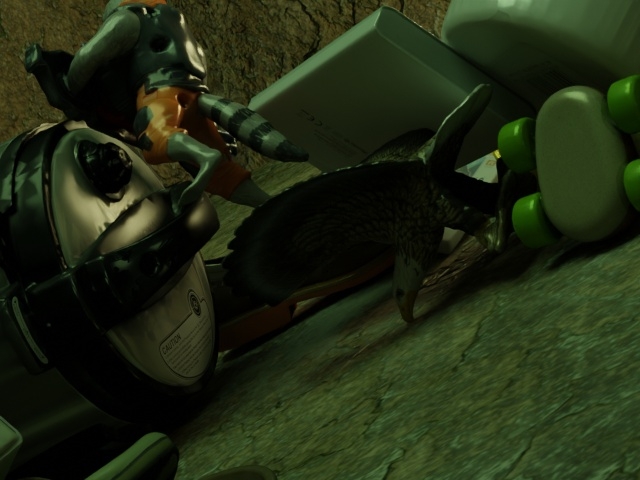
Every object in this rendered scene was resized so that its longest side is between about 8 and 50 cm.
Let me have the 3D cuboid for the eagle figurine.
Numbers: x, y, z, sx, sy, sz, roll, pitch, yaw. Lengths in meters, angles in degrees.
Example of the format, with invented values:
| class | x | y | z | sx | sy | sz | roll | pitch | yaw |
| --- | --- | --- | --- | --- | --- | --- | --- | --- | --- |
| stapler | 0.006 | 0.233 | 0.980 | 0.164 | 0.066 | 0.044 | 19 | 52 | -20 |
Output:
| class | x | y | z | sx | sy | sz | roll | pitch | yaw |
| --- | --- | --- | --- | --- | --- | --- | --- | --- | --- |
| eagle figurine | 0.067 | -0.027 | 1.681 | 0.298 | 0.226 | 0.225 | 4 | 60 | 26 |

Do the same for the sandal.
| class | x | y | z | sx | sy | sz | roll | pitch | yaw |
| --- | --- | --- | --- | --- | --- | --- | --- | --- | --- |
| sandal | -0.248 | 0.251 | 1.433 | 0.303 | 0.086 | 0.120 | -31 | -27 | -45 |

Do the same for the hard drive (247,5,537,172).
| class | x | y | z | sx | sy | sz | roll | pitch | yaw |
| --- | --- | --- | --- | --- | --- | --- | --- | --- | --- |
| hard drive | 0.068 | -0.137 | 1.794 | 0.307 | 0.203 | 0.040 | -27 | 36 | 59 |

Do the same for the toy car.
| class | x | y | z | sx | sy | sz | roll | pitch | yaw |
| --- | --- | --- | --- | --- | --- | --- | --- | --- | --- |
| toy car | 0.292 | -0.068 | 1.582 | 0.155 | 0.149 | 0.188 | -19 | -15 | 40 |

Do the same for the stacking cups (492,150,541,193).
| class | x | y | z | sx | sy | sz | roll | pitch | yaw |
| --- | --- | --- | --- | --- | --- | --- | --- | --- | --- |
| stacking cups | 0.347 | -0.132 | 1.801 | 0.316 | 0.096 | 0.096 | -26 | 9 | 8 |

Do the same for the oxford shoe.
| class | x | y | z | sx | sy | sz | roll | pitch | yaw |
| --- | --- | --- | --- | --- | --- | --- | --- | --- | --- |
| oxford shoe | 0.000 | 0.000 | 2.036 | 0.364 | 0.133 | 0.130 | -29 | 6 | 0 |

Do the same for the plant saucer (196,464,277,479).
| class | x | y | z | sx | sy | sz | roll | pitch | yaw |
| --- | --- | --- | --- | --- | --- | --- | --- | --- | --- |
| plant saucer | -0.146 | 0.266 | 1.274 | 0.278 | 0.041 | 0.278 | -30 | 7 | 4 |

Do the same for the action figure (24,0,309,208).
| class | x | y | z | sx | sy | sz | roll | pitch | yaw |
| --- | --- | --- | --- | --- | --- | --- | --- | --- | --- |
| action figure | -0.136 | -0.147 | 1.810 | 0.178 | 0.330 | 0.341 | -43 | -28 | 20 |

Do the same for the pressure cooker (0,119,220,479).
| class | x | y | z | sx | sy | sz | roll | pitch | yaw |
| --- | --- | --- | --- | --- | --- | --- | --- | --- | --- |
| pressure cooker | -0.313 | 0.065 | 1.867 | 0.420 | 0.375 | 0.370 | -25 | 52 | 19 |

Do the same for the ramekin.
| class | x | y | z | sx | sy | sz | roll | pitch | yaw |
| --- | --- | --- | --- | --- | --- | --- | --- | --- | --- |
| ramekin | 0.257 | -0.210 | 1.672 | 0.135 | 0.277 | 0.277 | -62 | 18 | -16 |

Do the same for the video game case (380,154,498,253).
| class | x | y | z | sx | sy | sz | roll | pitch | yaw |
| --- | --- | --- | --- | --- | --- | --- | --- | --- | --- |
| video game case | 0.102 | -0.058 | 1.988 | 0.201 | 0.023 | 0.183 | 10 | 40 | 27 |

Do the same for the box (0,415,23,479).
| class | x | y | z | sx | sy | sz | roll | pitch | yaw |
| --- | --- | --- | --- | --- | --- | --- | --- | --- | --- |
| box | -0.392 | 0.248 | 1.478 | 0.121 | 0.148 | 0.311 | -41 | -15 | -46 |
